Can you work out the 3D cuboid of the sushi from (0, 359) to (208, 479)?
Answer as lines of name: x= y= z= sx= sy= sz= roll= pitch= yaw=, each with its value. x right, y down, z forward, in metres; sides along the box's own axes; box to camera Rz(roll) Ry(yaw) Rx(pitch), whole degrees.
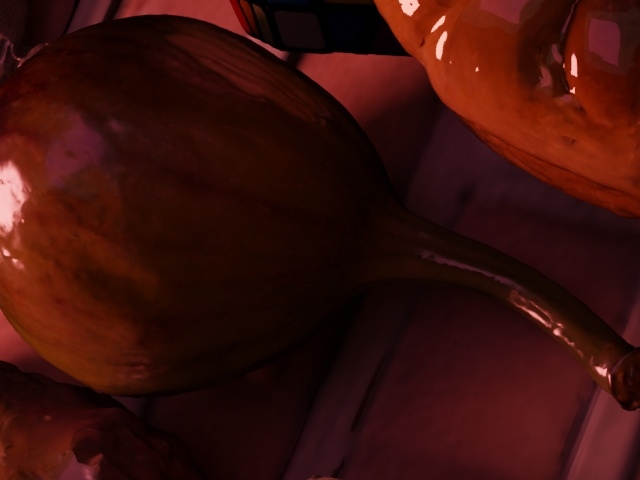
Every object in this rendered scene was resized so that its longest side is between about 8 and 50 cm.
sushi: x=-0.115 y=0.102 z=0.665 sx=0.161 sy=0.107 sz=0.241 roll=-26 pitch=57 yaw=18

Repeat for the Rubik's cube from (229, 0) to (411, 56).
Rubik's cube: x=0.014 y=-0.125 z=0.674 sx=0.112 sy=0.133 sz=0.133 roll=-27 pitch=52 yaw=-11

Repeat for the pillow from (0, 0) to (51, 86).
pillow: x=-0.178 y=-0.178 z=0.862 sx=0.169 sy=0.059 sz=0.255 roll=-5 pitch=68 yaw=35

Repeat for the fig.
fig: x=0.000 y=0.000 z=0.630 sx=0.245 sy=0.149 sz=0.149 roll=14 pitch=77 yaw=16

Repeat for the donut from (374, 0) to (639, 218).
donut: x=0.125 y=-0.103 z=0.555 sx=0.227 sy=0.114 sz=0.226 roll=-3 pitch=73 yaw=9

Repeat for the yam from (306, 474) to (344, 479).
yam: x=0.031 y=0.161 z=0.539 sx=0.107 sy=0.107 sz=0.194 roll=-8 pitch=64 yaw=31
